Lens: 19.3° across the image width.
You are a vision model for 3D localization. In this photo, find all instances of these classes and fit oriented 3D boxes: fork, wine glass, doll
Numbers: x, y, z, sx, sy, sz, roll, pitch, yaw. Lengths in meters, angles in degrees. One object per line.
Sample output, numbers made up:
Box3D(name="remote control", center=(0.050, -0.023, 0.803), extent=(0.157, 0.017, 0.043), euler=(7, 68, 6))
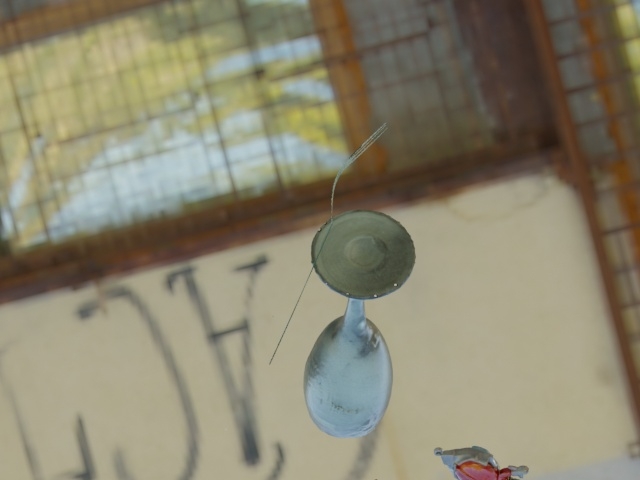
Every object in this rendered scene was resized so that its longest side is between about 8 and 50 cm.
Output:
Box3D(name="fork", center=(-0.002, -0.001, 1.647), extent=(0.021, 0.235, 0.039), euler=(26, 176, 9))
Box3D(name="wine glass", center=(-0.026, 0.142, 1.825), extent=(0.264, 0.096, 0.309), euler=(-40, 158, -24))
Box3D(name="doll", center=(0.164, 0.234, 1.914), extent=(0.057, 0.114, 0.039), euler=(-36, -153, 55))

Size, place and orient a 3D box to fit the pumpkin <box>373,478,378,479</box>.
Box3D(name="pumpkin", center=(0.050, 0.243, 1.487), extent=(0.054, 0.074, 0.083), euler=(-1, -130, 26))
